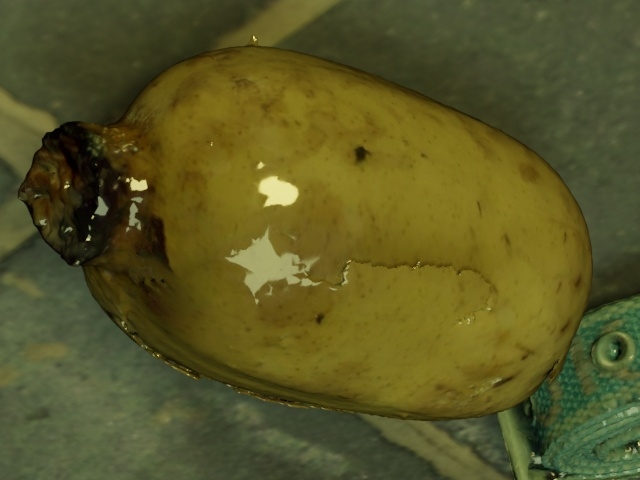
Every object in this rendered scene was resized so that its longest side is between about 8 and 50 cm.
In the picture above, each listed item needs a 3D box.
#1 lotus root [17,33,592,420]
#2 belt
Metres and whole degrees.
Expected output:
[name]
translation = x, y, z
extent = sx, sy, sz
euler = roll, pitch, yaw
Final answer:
[lotus root]
translation = 0.000, 0.000, 0.639
extent = 0.284, 0.146, 0.160
euler = 12, 112, -33
[belt]
translation = 0.199, 0.080, 0.813
extent = 0.163, 0.082, 0.148
euler = -3, 147, -15
